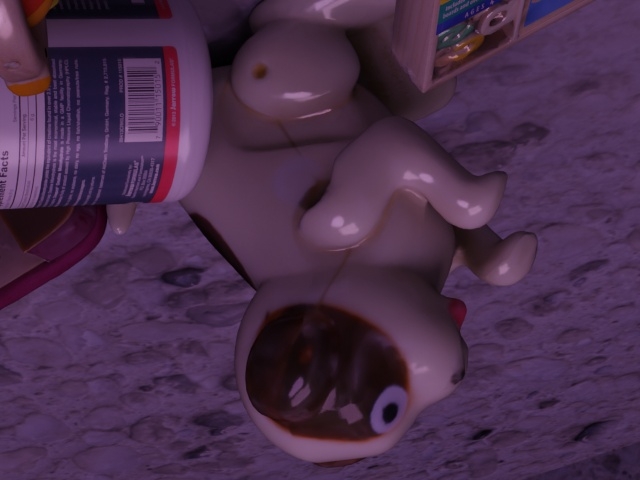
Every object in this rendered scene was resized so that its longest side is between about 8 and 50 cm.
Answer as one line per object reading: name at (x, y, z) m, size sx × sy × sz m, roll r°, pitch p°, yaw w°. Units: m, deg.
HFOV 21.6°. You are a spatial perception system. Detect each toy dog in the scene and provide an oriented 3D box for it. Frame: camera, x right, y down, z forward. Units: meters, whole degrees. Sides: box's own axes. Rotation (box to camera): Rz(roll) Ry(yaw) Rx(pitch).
toy dog at (0.000, 0.000, 1.541) m, size 0.395 × 0.408 × 0.284 m, roll -13°, pitch 153°, yaw 0°

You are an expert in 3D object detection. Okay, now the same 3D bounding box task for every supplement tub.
supplement tub at (-0.243, -0.122, 1.437) m, size 0.272 × 0.191 × 0.191 m, roll -2°, pitch 152°, yaw -19°

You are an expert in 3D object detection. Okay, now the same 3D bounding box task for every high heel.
high heel at (-0.385, 0.058, 1.723) m, size 0.377 × 0.127 × 0.181 m, roll -28°, pitch 172°, yaw 2°

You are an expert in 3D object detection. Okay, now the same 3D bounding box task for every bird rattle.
bird rattle at (-0.232, -0.223, 1.235) m, size 0.143 × 0.207 × 0.253 m, roll -10°, pitch 158°, yaw -10°

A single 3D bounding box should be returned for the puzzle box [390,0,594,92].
puzzle box at (0.244, -0.291, 1.315) m, size 0.409 × 0.052 × 0.272 m, roll -29°, pitch 157°, yaw -14°
